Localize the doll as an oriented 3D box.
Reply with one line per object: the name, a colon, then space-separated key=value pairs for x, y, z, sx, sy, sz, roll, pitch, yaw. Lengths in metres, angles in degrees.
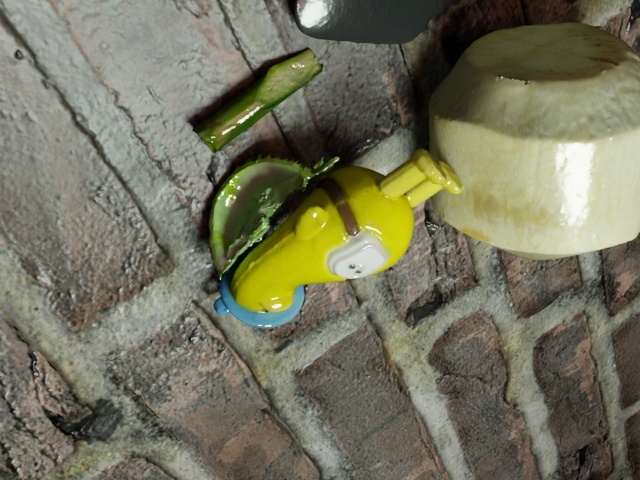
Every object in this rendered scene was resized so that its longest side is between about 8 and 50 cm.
doll: x=0.000 y=0.000 z=0.910 sx=0.363 sy=0.145 sz=0.199 roll=-33 pitch=153 yaw=21

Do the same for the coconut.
coconut: x=0.295 y=-0.117 z=0.955 sx=0.322 sy=0.323 sz=0.323 roll=-15 pitch=125 yaw=-22

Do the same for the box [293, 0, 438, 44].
box: x=0.067 y=-0.338 z=0.838 sx=0.201 sy=0.042 sz=0.213 roll=-3 pitch=120 yaw=-28

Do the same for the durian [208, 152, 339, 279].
durian: x=-0.067 y=-0.047 z=0.907 sx=0.215 sy=0.100 sz=0.086 roll=-47 pitch=134 yaw=13

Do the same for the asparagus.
asparagus: x=-0.072 y=-0.171 z=0.866 sx=0.178 sy=0.041 sz=0.045 roll=-38 pitch=139 yaw=-5
